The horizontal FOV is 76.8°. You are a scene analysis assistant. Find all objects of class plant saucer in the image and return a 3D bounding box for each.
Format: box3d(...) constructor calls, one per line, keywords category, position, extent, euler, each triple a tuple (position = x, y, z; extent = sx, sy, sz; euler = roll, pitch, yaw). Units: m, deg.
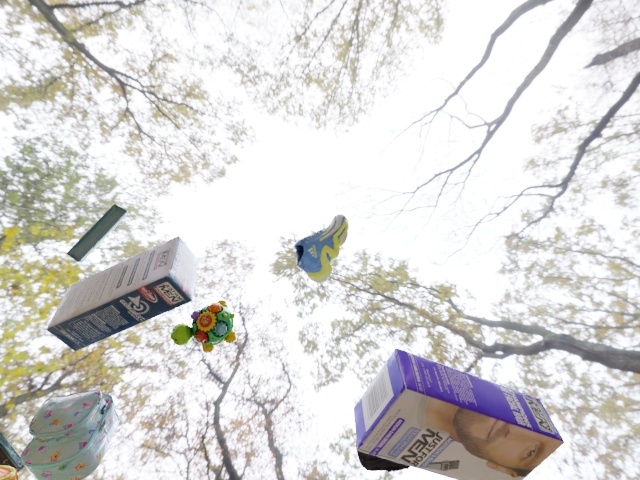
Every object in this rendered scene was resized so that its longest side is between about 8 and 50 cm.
box3d(category="plant saucer", position=(-0.636, -0.021, 1.158), extent=(0.067, 0.018, 0.192), euler=(24, -112, 28))

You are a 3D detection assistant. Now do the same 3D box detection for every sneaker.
box3d(category="sneaker", position=(0.000, 0.000, 1.179), extent=(0.126, 0.091, 0.240), euler=(31, -123, -20))

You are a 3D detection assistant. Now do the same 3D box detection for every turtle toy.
box3d(category="turtle toy", position=(-0.233, 0.173, 0.809), extent=(0.130, 0.066, 0.095), euler=(-23, -115, -1))

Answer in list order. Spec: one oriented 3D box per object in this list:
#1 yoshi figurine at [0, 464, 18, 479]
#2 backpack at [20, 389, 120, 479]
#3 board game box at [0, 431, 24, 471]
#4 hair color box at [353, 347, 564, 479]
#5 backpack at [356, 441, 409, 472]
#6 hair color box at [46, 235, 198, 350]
box3d(category="yoshi figurine", position=(-0.642, 0.577, 0.690), extent=(0.204, 0.203, 0.361), euler=(1, -100, 37))
box3d(category="backpack", position=(-0.568, 0.444, 0.918), extent=(0.166, 0.188, 0.144), euler=(-6, -58, -6))
box3d(category="board game box", position=(-0.865, 0.533, 1.038), extent=(0.126, 0.026, 0.186), euler=(-24, -77, 11))
box3d(category="hair color box", position=(0.257, 0.355, 0.782), extent=(0.339, 0.110, 0.185), euler=(21, -64, -12))
box3d(category="backpack", position=(0.150, 0.499, 0.973), extent=(0.120, 0.101, 0.097), euler=(-15, -106, 10))
box3d(category="hair color box", position=(-0.502, 0.136, 1.052), extent=(0.348, 0.173, 0.105), euler=(-24, -54, 7))
